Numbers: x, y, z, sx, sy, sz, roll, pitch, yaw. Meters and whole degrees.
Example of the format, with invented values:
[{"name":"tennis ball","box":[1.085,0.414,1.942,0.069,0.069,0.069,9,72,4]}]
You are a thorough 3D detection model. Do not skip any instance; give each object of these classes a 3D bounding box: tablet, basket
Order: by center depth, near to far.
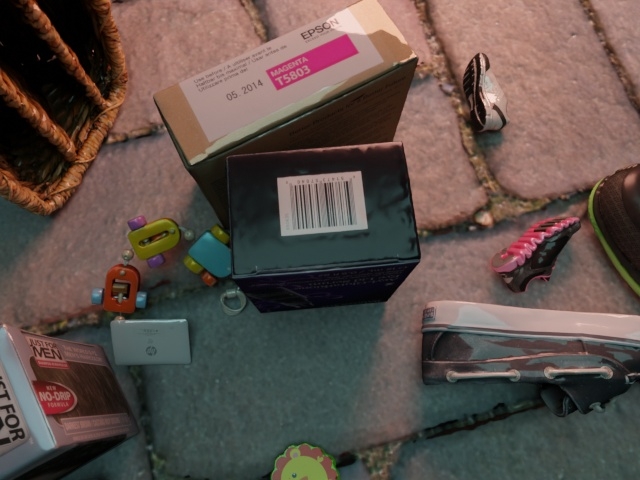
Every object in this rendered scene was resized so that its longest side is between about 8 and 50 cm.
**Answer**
[{"name":"basket","box":[-0.305,-0.199,0.513,0.214,0.299,0.223,-35,74,-11]},{"name":"tablet","box":[-0.185,0.112,0.559,0.083,0.006,0.054,-1,104,-1]}]

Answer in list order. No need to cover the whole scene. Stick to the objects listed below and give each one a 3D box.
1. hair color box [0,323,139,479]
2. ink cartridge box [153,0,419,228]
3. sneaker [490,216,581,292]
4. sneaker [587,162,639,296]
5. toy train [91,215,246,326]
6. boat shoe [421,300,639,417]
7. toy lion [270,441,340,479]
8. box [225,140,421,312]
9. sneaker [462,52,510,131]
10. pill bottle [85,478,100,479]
[{"name":"hair color box","box":[-0.379,0.225,0.445,0.375,0.185,0.113,-30,75,-8]},{"name":"ink cartridge box","box":[-0.031,-0.122,0.545,0.235,0.193,0.088,-27,76,-8]},{"name":"sneaker","box":[0.254,0.017,0.587,0.119,0.047,0.057,-33,98,-9]},{"name":"sneaker","box":[0.484,0.043,0.452,0.185,0.202,0.483,-41,54,-11]},{"name":"toy train","box":[-0.167,0.034,0.579,0.167,0.046,0.125,3,100,-10]},{"name":"boat shoe","box":[0.254,0.127,0.517,0.302,0.108,0.102,5,73,4]},{"name":"toy lion","box":[-0.015,0.263,0.518,0.096,0.034,0.100,-42,78,-19]},{"name":"box","box":[0.000,0.000,0.501,0.153,0.207,0.108,-6,74,-1]},{"name":"sneaker","box":[0.212,-0.187,0.649,0.044,0.040,0.109,1,76,-17]},{"name":"pill bottle","box":[-0.277,0.296,0.475,0.160,0.087,0.087,-22,75,-6]}]
